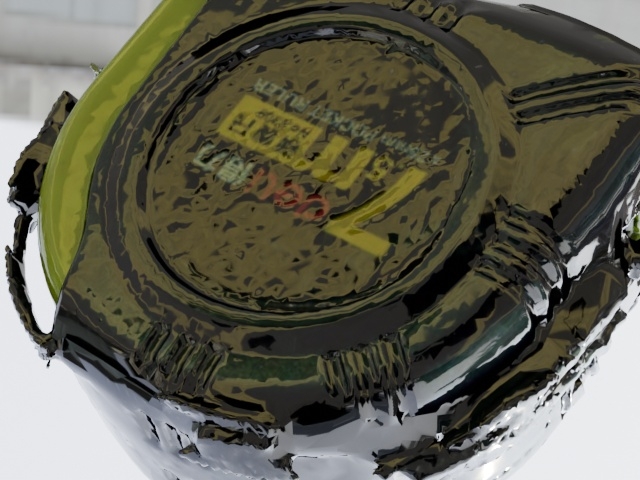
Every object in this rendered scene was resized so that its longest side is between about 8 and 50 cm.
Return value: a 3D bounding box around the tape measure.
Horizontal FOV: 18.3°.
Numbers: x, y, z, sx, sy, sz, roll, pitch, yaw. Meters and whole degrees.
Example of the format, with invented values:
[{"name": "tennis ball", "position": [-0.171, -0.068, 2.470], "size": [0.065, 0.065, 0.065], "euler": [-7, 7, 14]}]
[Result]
[{"name": "tape measure", "position": [0.000, 0.000, 0.620], "size": [0.199, 0.112, 0.186], "euler": [25, -118, 28]}]
